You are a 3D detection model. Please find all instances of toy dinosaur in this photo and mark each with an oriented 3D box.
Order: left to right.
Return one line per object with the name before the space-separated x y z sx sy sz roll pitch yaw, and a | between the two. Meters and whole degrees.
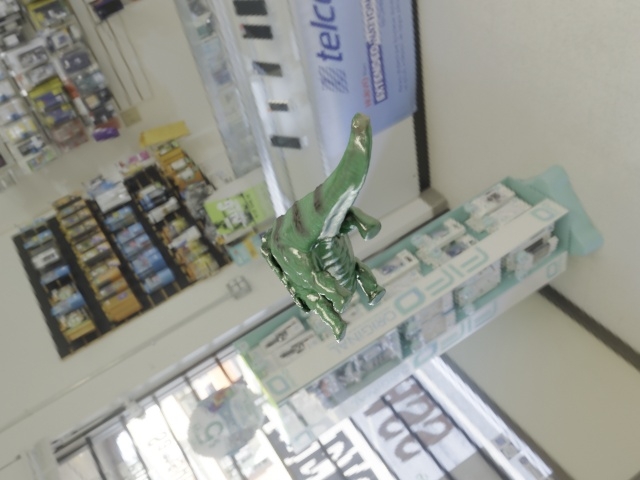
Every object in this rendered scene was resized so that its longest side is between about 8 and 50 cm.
toy dinosaur | 0.012 0.013 0.549 0.120 0.079 0.292 47 160 1
